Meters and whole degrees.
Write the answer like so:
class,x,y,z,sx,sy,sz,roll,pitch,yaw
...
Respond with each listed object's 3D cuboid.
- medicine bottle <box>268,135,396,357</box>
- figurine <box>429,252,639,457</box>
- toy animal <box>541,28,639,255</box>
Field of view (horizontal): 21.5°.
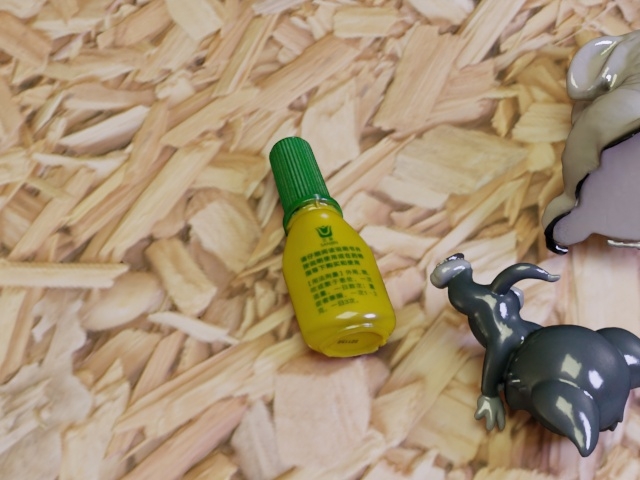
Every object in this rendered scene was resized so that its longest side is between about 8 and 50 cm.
class,x,y,z,sx,sy,sz,roll,pitch,yaw
medicine bottle,0.000,0.000,1.986,0.111,0.076,0.309,-7,52,-15
figurine,0.248,0.110,1.874,0.193,0.140,0.265,-24,78,-41
toy animal,0.395,-0.143,2.070,0.258,0.194,0.357,-12,32,18
